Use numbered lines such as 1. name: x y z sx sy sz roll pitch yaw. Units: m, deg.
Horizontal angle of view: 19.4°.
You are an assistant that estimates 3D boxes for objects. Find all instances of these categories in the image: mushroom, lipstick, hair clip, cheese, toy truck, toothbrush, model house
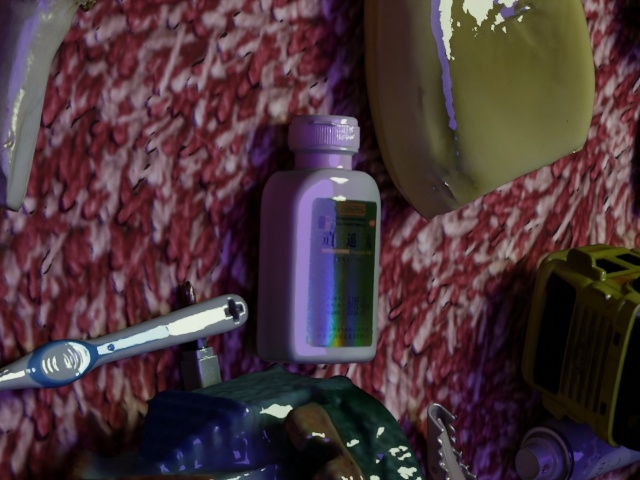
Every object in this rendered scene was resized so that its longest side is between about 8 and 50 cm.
1. mushroom: -0.227 -0.127 1.425 0.084 0.071 0.209 46 57 -75
2. lipstick: -0.105 0.087 1.585 0.025 0.025 0.107 -12 95 -46
3. hair clip: 0.141 0.256 1.834 0.034 0.072 0.226 -43 112 -42
4. cheese: 0.145 -0.198 1.769 0.259 0.128 0.316 -25 107 -41
5. toy truck: 0.390 0.080 1.953 0.405 0.254 0.181 -9 113 -38
6. toothbrush: -0.196 0.093 1.463 0.386 0.040 0.040 -16 102 -42
7. model house: -0.103 0.272 1.443 0.329 0.251 0.295 -8 102 -40

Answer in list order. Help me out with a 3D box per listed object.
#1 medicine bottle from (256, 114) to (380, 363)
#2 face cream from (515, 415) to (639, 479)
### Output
1. medicine bottle: 0.000 0.000 1.654 0.115 0.078 0.219 2 90 -45
2. face cream: 0.284 0.210 1.961 0.229 0.075 0.075 -11 99 -45
